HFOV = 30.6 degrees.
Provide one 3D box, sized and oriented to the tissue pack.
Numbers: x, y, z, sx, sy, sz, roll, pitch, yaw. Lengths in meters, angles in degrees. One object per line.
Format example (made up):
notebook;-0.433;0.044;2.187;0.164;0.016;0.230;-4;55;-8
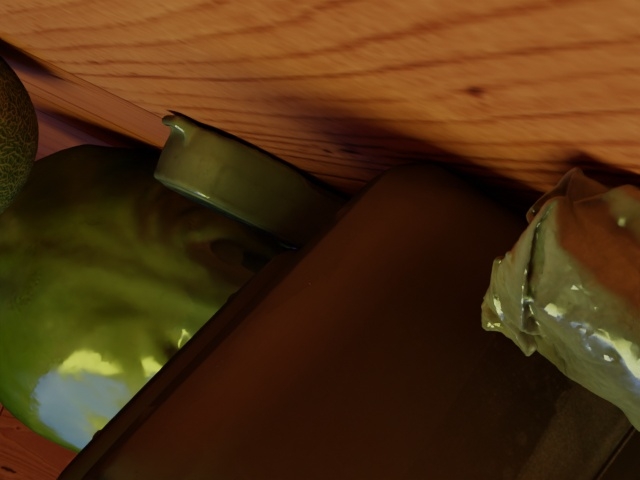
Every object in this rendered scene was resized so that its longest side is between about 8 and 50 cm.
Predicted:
tissue pack;0.031;0.145;0.607;0.277;0.267;0.387;43;161;-5

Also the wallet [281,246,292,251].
wallet;0.045;0.047;1.127;0.170;0.044;0.321;13;-177;-30

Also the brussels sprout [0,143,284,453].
brussels sprout;-0.158;0.052;1.049;0.344;0.268;0.344;16;-162;-5

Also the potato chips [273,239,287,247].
potato chips;0.000;-0.001;1.010;0.092;0.028;0.207;14;179;-15

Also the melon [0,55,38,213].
melon;-0.251;-0.071;0.726;0.139;0.139;0.192;21;179;29

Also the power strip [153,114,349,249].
power strip;0.008;-0.007;0.776;0.286;0.048;0.080;27;173;-35

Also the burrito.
burrito;0.179;0.072;0.373;0.275;0.059;0.082;33;145;13
